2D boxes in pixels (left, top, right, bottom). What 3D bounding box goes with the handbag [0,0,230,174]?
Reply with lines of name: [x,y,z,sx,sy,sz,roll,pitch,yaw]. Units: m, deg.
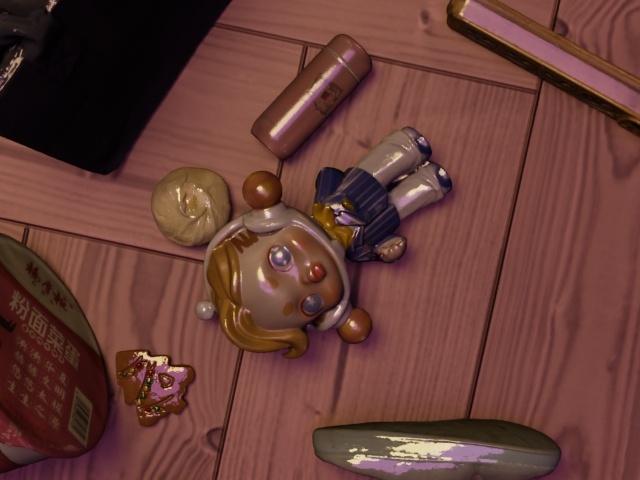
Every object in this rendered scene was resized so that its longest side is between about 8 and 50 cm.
handbag: [-0.188,-0.222,0.772,0.122,0.329,0.303,36,91,3]

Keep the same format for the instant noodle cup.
instant noodle cup: [-0.341,0.129,0.840,0.178,0.235,0.234,-26,91,10]

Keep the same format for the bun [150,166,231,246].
bun: [-0.134,-0.034,0.910,0.086,0.055,0.086,0,92,0]

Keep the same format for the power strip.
power strip: [0.256,-0.174,0.899,0.305,0.064,0.044,28,94,0]

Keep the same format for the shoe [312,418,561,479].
shoe: [0.115,0.234,0.894,0.251,0.103,0.100,3,90,6]

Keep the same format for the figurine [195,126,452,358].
figurine: [-0.003,-0.010,0.879,0.194,0.133,0.274,33,85,-23]

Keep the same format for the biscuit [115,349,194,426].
biscuit: [-0.180,0.148,0.934,0.092,0.016,0.082,44,92,-2]

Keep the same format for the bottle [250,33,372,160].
bottle: [-0.009,-0.147,0.907,0.053,0.053,0.140,43,91,-1]
